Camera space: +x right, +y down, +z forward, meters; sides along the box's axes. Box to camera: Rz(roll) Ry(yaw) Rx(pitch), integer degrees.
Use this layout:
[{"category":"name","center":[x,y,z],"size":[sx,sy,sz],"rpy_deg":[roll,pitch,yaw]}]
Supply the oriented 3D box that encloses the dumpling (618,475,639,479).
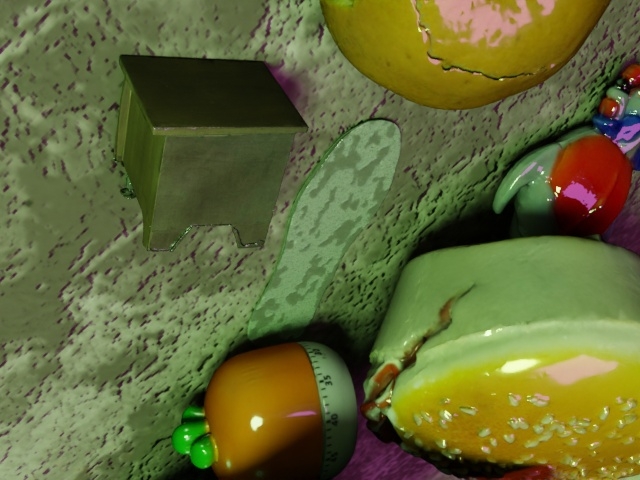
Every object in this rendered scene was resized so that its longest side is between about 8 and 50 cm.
[{"category":"dumpling","center":[0.315,0.252,0.901],"size":[0.179,0.131,0.252],"rpy_deg":[-50,149,-15]}]

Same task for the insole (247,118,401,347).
[{"category":"insole","center":[0.000,0.000,0.592],"size":[0.065,0.006,0.193],"rpy_deg":[7,122,-34]}]

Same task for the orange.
[{"category":"orange","center":[0.070,-0.143,0.435],"size":[0.157,0.134,0.156],"rpy_deg":[-6,106,-20]}]

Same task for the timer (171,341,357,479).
[{"category":"timer","center":[-0.042,0.131,0.609],"size":[0.136,0.099,0.136],"rpy_deg":[-16,134,-18]}]

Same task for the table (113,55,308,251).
[{"category":"table","center":[-0.066,-0.047,0.474],"size":[0.083,0.070,0.082],"rpy_deg":[-4,131,-28]}]

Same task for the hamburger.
[{"category":"hamburger","center":[0.172,0.102,0.623],"size":[0.295,0.151,0.227],"rpy_deg":[26,147,-37]}]

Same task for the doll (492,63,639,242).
[{"category":"doll","center":[0.195,-0.051,0.625],"size":[0.194,0.062,0.104],"rpy_deg":[-50,145,5]}]
